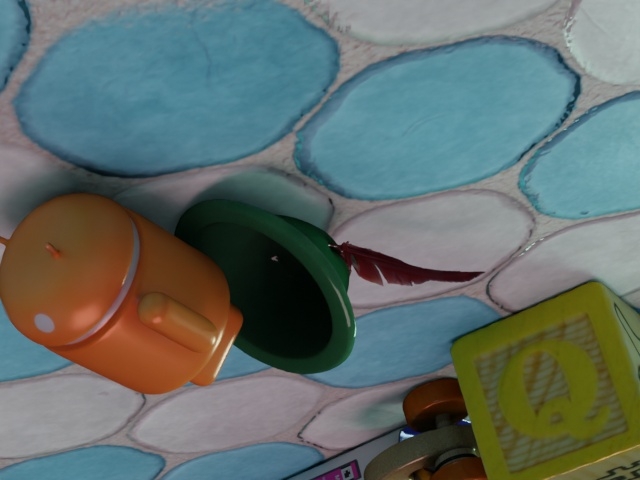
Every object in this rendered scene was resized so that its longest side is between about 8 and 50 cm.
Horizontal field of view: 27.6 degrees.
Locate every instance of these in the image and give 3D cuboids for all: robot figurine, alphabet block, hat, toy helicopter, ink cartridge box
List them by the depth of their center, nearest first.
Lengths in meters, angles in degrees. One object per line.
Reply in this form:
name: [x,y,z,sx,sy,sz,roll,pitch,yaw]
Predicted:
robot figurine: [-0.160,0.042,1.018,0.128,0.158,0.219,-37,137,18]
hat: [0.000,0.000,1.133,0.173,0.183,0.208,1,127,38]
alphabet block: [0.287,0.183,1.449,0.193,0.192,0.197,-28,149,21]
toy helicopter: [0.202,0.310,1.650,0.355,0.140,0.235,14,134,-37]
ink cartridge box: [0.058,0.340,1.781,0.371,0.069,0.176,-31,149,25]
